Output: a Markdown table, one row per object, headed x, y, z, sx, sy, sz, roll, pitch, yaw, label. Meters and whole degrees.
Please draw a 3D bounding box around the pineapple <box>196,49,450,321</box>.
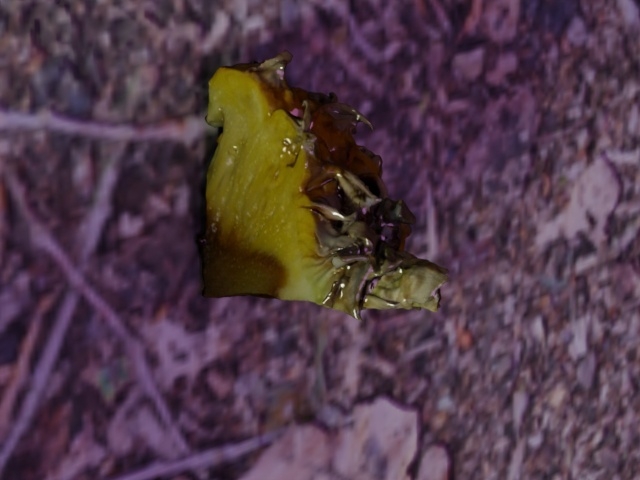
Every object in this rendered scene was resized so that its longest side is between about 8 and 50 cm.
| x | y | z | sx | sy | sz | roll | pitch | yaw | label |
| --- | --- | --- | --- | --- | --- | --- | --- | --- | --- |
| 0.000 | 0.000 | 0.650 | 0.077 | 0.114 | 0.114 | -35 | 121 | -11 | pineapple |
